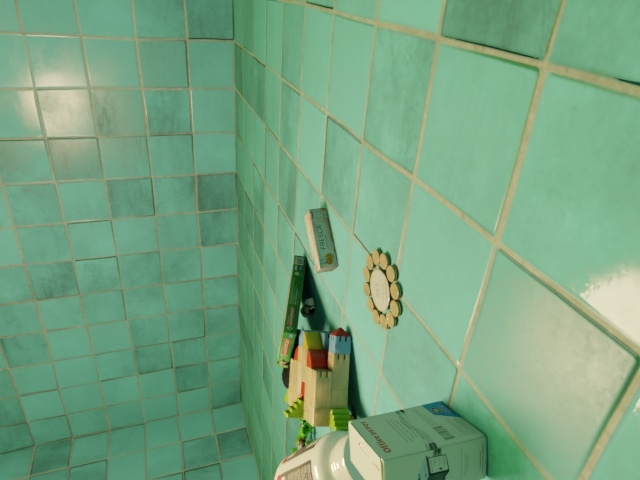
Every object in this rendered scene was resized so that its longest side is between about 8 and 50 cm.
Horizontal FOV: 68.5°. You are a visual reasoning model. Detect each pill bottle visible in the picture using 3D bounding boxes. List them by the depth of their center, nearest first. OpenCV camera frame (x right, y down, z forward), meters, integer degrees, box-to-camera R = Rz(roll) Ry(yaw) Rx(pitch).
[{"bbox_3d":[0.026,0.589,1.186,0.318,0.176,0.177,-48,48,42],"label":"pill bottle"}]

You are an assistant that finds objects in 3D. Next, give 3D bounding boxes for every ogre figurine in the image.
[{"bbox_3d":[-0.057,0.766,1.748,0.197,0.096,0.118,51,133,40],"label":"ogre figurine"}]

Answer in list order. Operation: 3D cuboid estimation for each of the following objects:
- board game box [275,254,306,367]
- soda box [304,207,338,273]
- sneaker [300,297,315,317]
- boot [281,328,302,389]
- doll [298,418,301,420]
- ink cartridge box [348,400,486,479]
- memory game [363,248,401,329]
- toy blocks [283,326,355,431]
[{"bbox_3d":[-0.098,0.239,1.604,0.214,0.046,0.318,105,174,-45],"label":"board game box"},{"bbox_3d":[0.000,0.000,1.384,0.063,0.058,0.183,132,130,-66],"label":"soda box"},{"bbox_3d":[-0.043,0.242,1.619,0.109,0.040,0.044,108,148,-52],"label":"sneaker"},{"bbox_3d":[-0.082,0.476,1.719,0.247,0.094,0.208,-114,28,-59],"label":"boot"},{"bbox_3d":[-0.094,0.621,1.885,0.189,0.046,0.129,-114,27,-43],"label":"doll"},{"bbox_3d":[0.160,0.353,0.801,0.139,0.190,0.082,-164,69,-71],"label":"ink cartridge box"},{"bbox_3d":[0.139,0.112,1.074,0.186,0.012,0.187,175,90,-72],"label":"memory game"},{"bbox_3d":[-0.009,0.384,1.404,0.381,0.190,0.261,159,116,-71],"label":"toy blocks"}]
